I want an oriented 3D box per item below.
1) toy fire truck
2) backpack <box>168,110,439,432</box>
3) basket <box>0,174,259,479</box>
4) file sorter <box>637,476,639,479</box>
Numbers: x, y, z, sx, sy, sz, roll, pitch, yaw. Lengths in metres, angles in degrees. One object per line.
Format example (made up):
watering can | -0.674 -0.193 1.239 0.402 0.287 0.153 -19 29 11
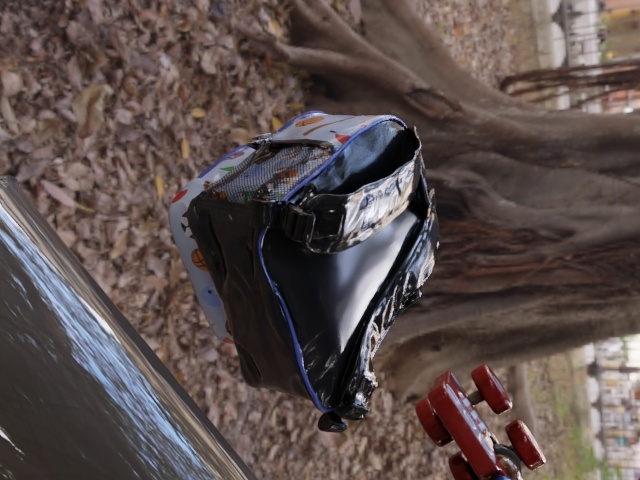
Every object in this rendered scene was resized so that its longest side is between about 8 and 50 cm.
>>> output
toy fire truck | 0.299 0.385 1.428 0.302 0.169 0.254 58 12 5
backpack | 0.000 0.000 0.765 0.263 0.213 0.276 -41 134 -35
basket | -0.127 0.119 0.351 0.204 0.227 0.154 -50 -175 -11
file sorter | 0.315 0.229 0.526 0.202 0.182 0.290 18 106 -52
